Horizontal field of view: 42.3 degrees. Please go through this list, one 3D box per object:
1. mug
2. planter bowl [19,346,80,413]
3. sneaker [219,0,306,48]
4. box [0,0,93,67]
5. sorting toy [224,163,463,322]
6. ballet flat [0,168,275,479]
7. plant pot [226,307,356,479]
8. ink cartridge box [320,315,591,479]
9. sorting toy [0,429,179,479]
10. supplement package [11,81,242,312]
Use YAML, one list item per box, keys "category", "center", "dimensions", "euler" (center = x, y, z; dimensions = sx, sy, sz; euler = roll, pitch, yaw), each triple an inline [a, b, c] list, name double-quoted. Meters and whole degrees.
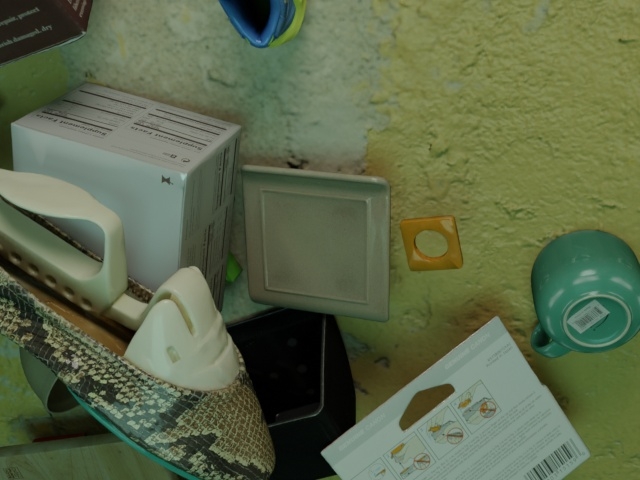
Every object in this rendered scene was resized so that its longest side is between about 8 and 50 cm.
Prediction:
- category: "mug"
  center: [0.317, 0.079, 0.974]
  dimensions: [0.129, 0.097, 0.158]
  euler: [-2, 119, 9]
- category: "planter bowl"
  center: [-0.324, 0.128, 1.072]
  dimensions: [0.109, 0.162, 0.162]
  euler: [41, 121, 14]
- category: "sneaker"
  center: [-0.060, -0.296, 0.791]
  dimensions: [0.091, 0.126, 0.240]
  euler: [-6, 120, 11]
- category: "box"
  center: [-0.332, -0.291, 0.774]
  dimensions: [0.167, 0.169, 0.203]
  euler: [-14, 141, 17]
- category: "sorting toy"
  center: [0.000, 0.000, 0.987]
  dimensions: [0.347, 0.047, 0.196]
  euler: [7, 119, 18]
- category: "ballet flat"
  center: [-0.223, 0.060, 0.818]
  dimensions: [0.482, 0.164, 0.182]
  euler: [34, 114, 3]
- category: "plant pot"
  center: [-0.044, 0.214, 1.064]
  dimensions: [0.187, 0.188, 0.167]
  euler: [-19, 127, 18]
- category: "ink cartridge box"
  center: [0.165, 0.258, 1.028]
  dimensions: [0.275, 0.060, 0.239]
  euler: [-37, 104, -5]
- category: "sorting toy"
  center: [-0.314, 0.376, 1.242]
  dimensions: [0.255, 0.089, 0.257]
  euler: [-10, 118, 13]
- category: "supplement package"
  center: [-0.221, -0.016, 0.948]
  dimensions: [0.204, 0.145, 0.262]
  euler: [17, 121, 11]
